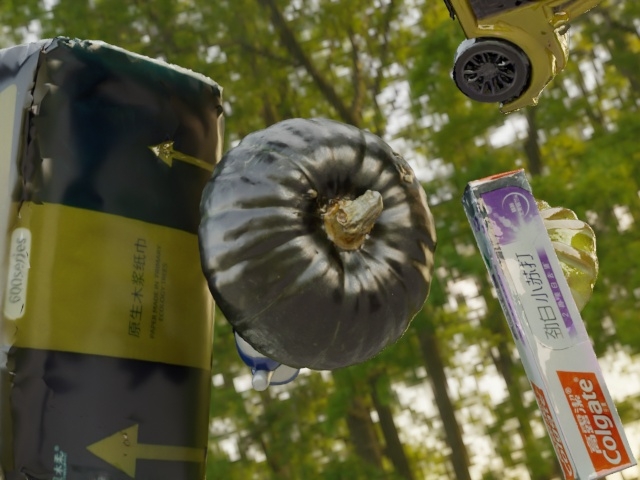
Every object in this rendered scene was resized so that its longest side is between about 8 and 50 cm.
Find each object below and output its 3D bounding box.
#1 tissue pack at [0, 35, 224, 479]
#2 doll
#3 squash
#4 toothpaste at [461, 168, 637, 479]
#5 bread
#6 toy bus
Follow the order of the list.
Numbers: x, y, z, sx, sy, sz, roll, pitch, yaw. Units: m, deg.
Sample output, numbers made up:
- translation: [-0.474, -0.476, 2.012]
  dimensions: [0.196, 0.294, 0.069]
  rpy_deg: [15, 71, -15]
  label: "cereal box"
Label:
- translation: [-0.253, 0.048, 1.209]
  dimensions: [0.264, 0.416, 0.253]
  rpy_deg: [-5, -11, 40]
  label: "tissue pack"
- translation: [-0.044, 0.092, 1.138]
  dimensions: [0.058, 0.098, 0.143]
  rpy_deg: [3, -26, 11]
  label: "doll"
- translation: [-0.002, 0.002, 0.988]
  dimensions: [0.193, 0.193, 0.156]
  rpy_deg: [-14, 10, -10]
  label: "squash"
- translation: [0.142, 0.052, 0.804]
  dimensions: [0.047, 0.196, 0.040]
  rpy_deg: [-17, -12, -8]
  label: "toothpaste"
- translation: [0.222, 0.011, 1.262]
  dimensions: [0.094, 0.157, 0.083]
  rpy_deg: [-18, -42, 9]
  label: "bread"
- translation: [0.125, -0.256, 0.930]
  dimensions: [0.151, 0.145, 0.331]
  rpy_deg: [-16, -51, 22]
  label: "toy bus"
